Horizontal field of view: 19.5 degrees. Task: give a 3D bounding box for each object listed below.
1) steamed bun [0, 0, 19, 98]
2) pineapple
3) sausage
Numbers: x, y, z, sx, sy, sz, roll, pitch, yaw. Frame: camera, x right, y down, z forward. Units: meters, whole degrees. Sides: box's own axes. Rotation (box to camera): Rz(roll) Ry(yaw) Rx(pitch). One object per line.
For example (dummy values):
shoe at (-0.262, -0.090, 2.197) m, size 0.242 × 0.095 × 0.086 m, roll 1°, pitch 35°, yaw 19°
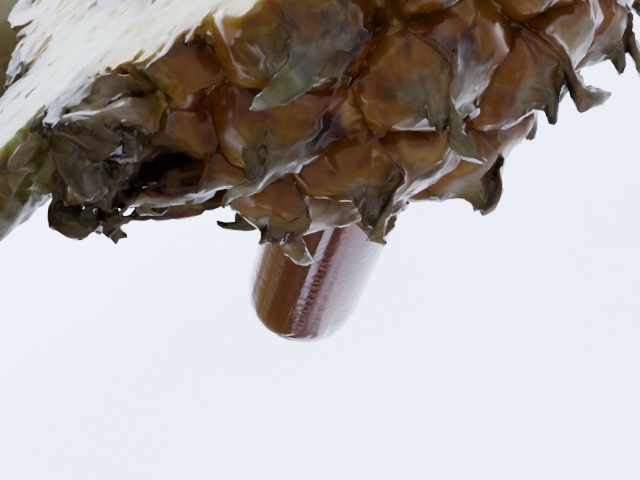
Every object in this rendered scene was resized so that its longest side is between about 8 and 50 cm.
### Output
steamed bun at (-0.185, -0.071, 0.999) m, size 0.212 × 0.110 × 0.231 m, roll -29°, pitch -29°, yaw 21°
pineapple at (-0.007, -0.055, 0.810) m, size 0.209 × 0.344 × 0.286 m, roll 45°, pitch -105°, yaw -25°
sausage at (0.000, 0.000, 1.068) m, size 0.083 × 0.083 × 0.264 m, roll -16°, pitch -20°, yaw -16°
